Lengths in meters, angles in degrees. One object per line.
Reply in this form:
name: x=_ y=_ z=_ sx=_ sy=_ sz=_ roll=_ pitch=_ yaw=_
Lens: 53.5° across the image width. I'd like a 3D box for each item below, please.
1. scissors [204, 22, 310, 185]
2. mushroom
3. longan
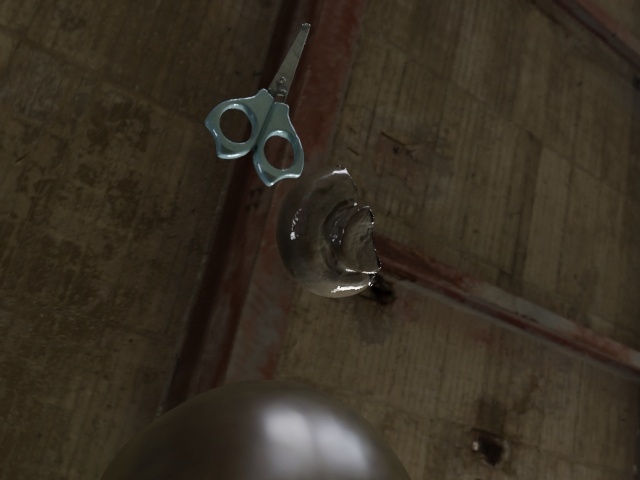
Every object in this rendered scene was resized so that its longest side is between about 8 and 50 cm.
scissors: x=-0.079 y=-0.271 z=1.167 sx=0.191 sy=0.029 sz=0.361 roll=28 pitch=-119 yaw=-18
mushroom: x=0.000 y=0.000 z=0.877 sx=0.117 sy=0.141 sz=0.188 roll=-21 pitch=-69 yaw=-16
longan: x=-0.062 y=0.310 z=0.576 sx=0.360 sy=0.361 sz=0.361 roll=6 pitch=-100 yaw=-33
